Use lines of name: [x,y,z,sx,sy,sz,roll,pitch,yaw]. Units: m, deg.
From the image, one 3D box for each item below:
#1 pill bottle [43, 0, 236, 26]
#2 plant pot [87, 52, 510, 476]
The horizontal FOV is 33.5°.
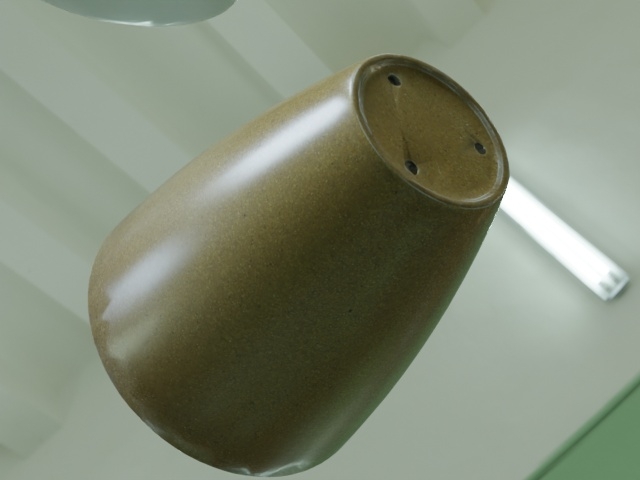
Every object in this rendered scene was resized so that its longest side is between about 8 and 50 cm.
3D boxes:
pill bottle: [-0.143,-0.392,0.864,0.224,0.224,0.392,10,-104,-26]
plant pot: [0.000,0.000,0.717,0.237,0.237,0.254,14,-40,-28]
